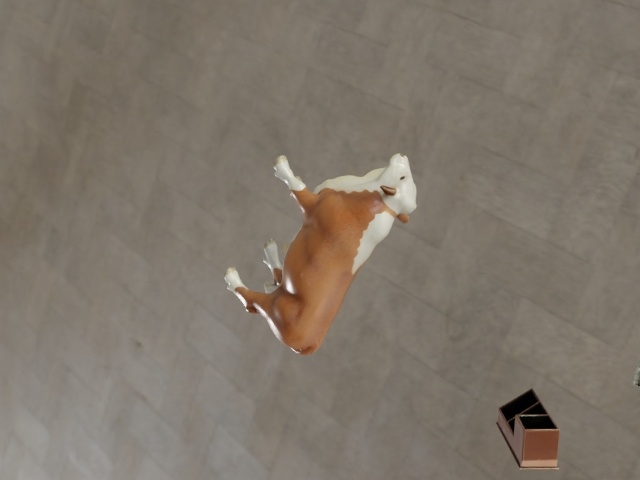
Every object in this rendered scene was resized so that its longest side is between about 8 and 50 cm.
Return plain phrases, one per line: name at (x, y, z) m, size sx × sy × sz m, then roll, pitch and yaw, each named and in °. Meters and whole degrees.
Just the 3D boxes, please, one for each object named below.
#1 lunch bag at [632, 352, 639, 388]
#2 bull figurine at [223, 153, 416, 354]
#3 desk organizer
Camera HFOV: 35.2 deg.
lunch bag at (0.351, 0.014, 0.638) m, size 0.287 × 0.169 × 0.235 m, roll -1°, pitch 61°, yaw 63°
bull figurine at (0.000, 0.000, 1.348) m, size 0.188 × 0.101 × 0.310 m, roll 38°, pitch 109°, yaw 30°
desk organizer at (0.252, 0.227, 1.229) m, size 0.130 × 0.047 × 0.050 m, roll -102°, pitch 13°, yaw -76°
